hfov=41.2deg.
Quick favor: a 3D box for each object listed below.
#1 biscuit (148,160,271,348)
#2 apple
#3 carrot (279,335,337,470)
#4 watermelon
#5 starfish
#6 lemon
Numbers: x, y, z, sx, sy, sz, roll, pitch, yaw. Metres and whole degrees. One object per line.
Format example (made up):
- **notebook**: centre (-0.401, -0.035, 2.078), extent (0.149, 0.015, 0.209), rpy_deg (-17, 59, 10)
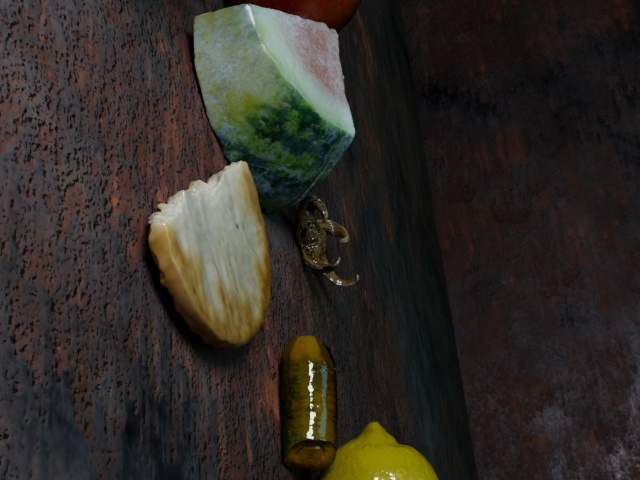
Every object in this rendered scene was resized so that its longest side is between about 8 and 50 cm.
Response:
- **biscuit**: centre (-0.119, 0.024, 1.014), extent (0.309, 0.040, 0.204), rpy_deg (-56, 131, -69)
- **apple**: centre (-0.038, -0.403, 1.338), extent (0.234, 0.234, 0.233), rpy_deg (-13, 90, -75)
- **carrot**: centre (-0.016, 0.217, 1.151), extent (0.082, 0.082, 0.173), rpy_deg (54, 27, -55)
- **watermelon**: centre (-0.078, -0.202, 1.220), extent (0.310, 0.193, 0.231), rpy_deg (56, 41, -21)
- **starfish**: centre (0.001, -0.001, 1.402), extent (0.190, 0.074, 0.146), rpy_deg (54, 26, -55)
- **lemon**: centre (0.082, 0.373, 1.172), extent (0.187, 0.187, 0.244), rpy_deg (36, 49, -68)
